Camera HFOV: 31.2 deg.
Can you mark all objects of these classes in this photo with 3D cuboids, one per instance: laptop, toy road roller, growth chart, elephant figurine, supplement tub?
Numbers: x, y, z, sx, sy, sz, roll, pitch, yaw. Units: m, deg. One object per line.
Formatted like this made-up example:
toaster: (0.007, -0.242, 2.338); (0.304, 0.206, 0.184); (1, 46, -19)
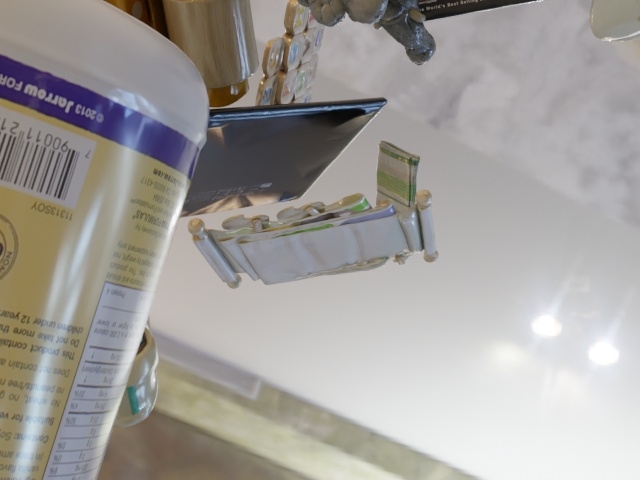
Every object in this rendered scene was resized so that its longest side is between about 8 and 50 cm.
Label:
laptop: (-0.189, -0.167, 1.771); (0.408, 0.382, 0.236); (-45, -113, 40)
toy road roller: (-0.271, -0.272, 1.543); (0.330, 0.240, 0.202); (12, -52, 26)
growth chart: (0.000, 0.000, 1.095); (0.237, 0.021, 0.172); (-8, -26, -1)
elephant figurine: (0.065, -0.320, 1.338); (0.169, 0.239, 0.186); (36, -68, 17)
supplement tub: (-0.202, 0.050, 0.473); (0.241, 0.331, 0.241); (18, -3, 1)

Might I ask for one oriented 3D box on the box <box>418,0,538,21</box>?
box: (0.253, -0.460, 1.458); (0.395, 0.097, 0.318); (-11, -81, -7)

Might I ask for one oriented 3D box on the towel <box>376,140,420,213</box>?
towel: (0.120, -0.071, 1.785); (0.023, 0.113, 0.152); (-8, -69, -22)

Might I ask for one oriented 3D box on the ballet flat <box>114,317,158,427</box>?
ballet flat: (-0.185, 0.092, 1.031); (0.086, 0.248, 0.086); (-4, -71, -12)

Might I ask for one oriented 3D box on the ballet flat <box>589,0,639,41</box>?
ballet flat: (0.161, -0.242, 0.782); (0.483, 0.164, 0.182); (25, -50, 11)

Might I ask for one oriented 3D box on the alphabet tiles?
alphabet tiles: (-0.045, -0.248, 1.802); (0.021, 0.278, 0.284); (16, -69, 13)
